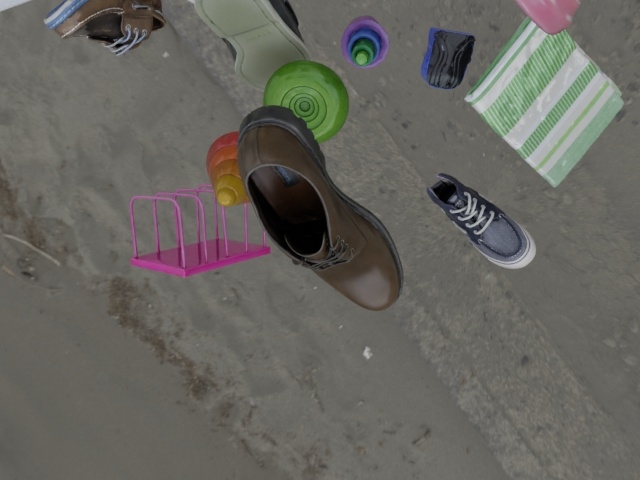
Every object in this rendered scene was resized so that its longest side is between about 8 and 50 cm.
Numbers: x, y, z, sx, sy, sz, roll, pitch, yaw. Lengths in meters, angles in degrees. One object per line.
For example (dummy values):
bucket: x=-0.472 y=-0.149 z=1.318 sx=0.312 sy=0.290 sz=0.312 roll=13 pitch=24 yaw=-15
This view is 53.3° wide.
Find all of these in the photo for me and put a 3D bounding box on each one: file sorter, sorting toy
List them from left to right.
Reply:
file sorter: x=-0.299 y=-0.039 z=1.595 sx=0.202 sy=0.291 sz=0.182 roll=8 pitch=105 yaw=38
sorting toy: x=-0.045 y=-0.159 z=0.899 sx=0.127 sy=0.126 sz=0.366 roll=41 pitch=117 yaw=-15

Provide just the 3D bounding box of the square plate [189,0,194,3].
square plate: x=-0.278 y=-0.687 z=1.636 sx=0.049 sy=0.347 sz=0.343 roll=-46 pitch=41 yaw=33

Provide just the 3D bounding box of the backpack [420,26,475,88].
backpack: x=0.270 y=-0.390 z=1.375 sx=0.098 sy=0.101 sz=0.120 roll=8 pitch=112 yaw=-4

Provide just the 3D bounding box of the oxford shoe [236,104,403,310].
oxford shoe: x=0.000 y=0.000 z=0.549 sx=0.083 sy=0.096 sz=0.227 roll=-28 pitch=124 yaw=23

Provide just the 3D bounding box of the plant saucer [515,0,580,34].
plant saucer: x=0.236 y=-0.415 z=0.784 sx=0.084 sy=0.332 sz=0.332 roll=-30 pitch=85 yaw=32

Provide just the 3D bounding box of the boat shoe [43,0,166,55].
boat shoe: x=-0.207 y=-0.230 z=0.656 sx=0.066 sy=0.183 sz=0.066 roll=-23 pitch=110 yaw=27

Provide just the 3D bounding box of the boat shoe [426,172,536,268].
boat shoe: x=0.408 y=-0.056 z=1.681 sx=0.127 sy=0.158 sz=0.340 roll=-53 pitch=39 yaw=9

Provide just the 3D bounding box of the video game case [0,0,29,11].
video game case: x=-0.194 y=-0.209 z=0.347 sx=0.143 sy=0.157 sz=0.019 roll=-28 pitch=42 yaw=-16

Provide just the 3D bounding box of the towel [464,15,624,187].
towel: x=0.478 y=-0.295 z=1.340 sx=0.325 sy=0.038 sz=0.247 roll=33 pitch=99 yaw=-29

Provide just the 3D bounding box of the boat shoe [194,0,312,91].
boat shoe: x=-0.097 y=-0.332 z=0.962 sx=0.127 sy=0.340 sz=0.112 roll=-10 pitch=77 yaw=17
